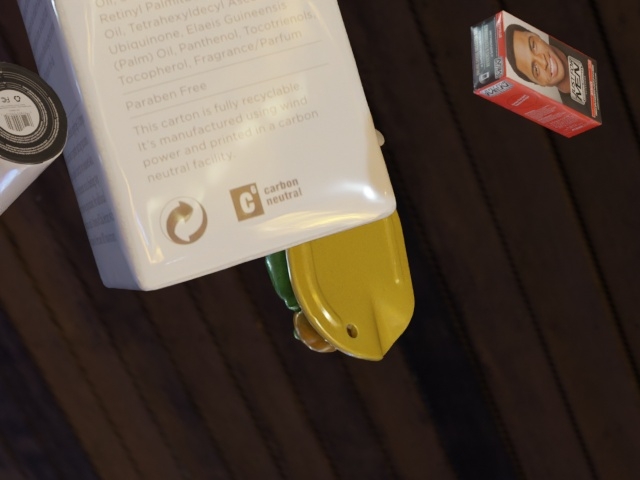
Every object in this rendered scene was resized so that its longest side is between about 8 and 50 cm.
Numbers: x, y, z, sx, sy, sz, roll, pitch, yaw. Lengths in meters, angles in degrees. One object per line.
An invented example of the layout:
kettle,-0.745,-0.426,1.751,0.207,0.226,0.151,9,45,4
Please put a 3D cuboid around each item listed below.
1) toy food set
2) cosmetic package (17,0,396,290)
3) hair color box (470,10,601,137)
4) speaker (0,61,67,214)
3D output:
toy food set,0.000,0.000,1.090,0.071,0.128,0.218,-30,58,41
cosmetic package,-0.116,-0.205,0.860,0.230,0.161,0.453,177,76,-75
hair color box,0.204,-0.154,1.292,0.141,0.072,0.043,17,152,-39
speaker,-0.176,-0.030,0.670,0.055,0.055,0.136,49,135,-6
